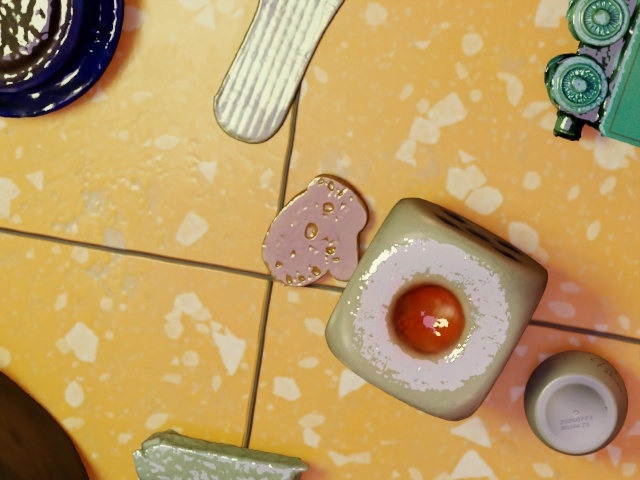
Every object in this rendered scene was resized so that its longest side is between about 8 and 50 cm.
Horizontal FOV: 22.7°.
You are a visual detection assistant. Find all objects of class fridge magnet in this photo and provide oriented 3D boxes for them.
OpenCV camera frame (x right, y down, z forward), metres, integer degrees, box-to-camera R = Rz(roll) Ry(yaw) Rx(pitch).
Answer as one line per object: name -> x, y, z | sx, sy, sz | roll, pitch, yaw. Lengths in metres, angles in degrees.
fridge magnet -> -0.355, -0.272, 1.824 | 0.265, 0.112, 0.265 | 1, 98, 10

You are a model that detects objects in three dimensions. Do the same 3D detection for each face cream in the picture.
face cream -> 0.286, 0.183, 1.781 | 0.117, 0.104, 0.117 | 1, 96, 8

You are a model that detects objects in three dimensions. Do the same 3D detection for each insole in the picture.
insole -> -0.032, -0.276, 1.826 | 0.119, 0.009, 0.348 | 24, 99, 5

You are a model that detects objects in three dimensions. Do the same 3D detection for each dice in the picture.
dice -> 0.126, 0.073, 1.750 | 0.194, 0.192, 0.193 | 28, 98, 3

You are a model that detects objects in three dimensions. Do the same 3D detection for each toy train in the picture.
toy train -> 0.329, -0.193, 1.735 | 0.154, 0.107, 0.198 | 18, 99, -1

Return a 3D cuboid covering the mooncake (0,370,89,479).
mooncake -> -0.401, 0.278, 1.811 | 0.161, 0.290, 0.290 | -42, 89, 15

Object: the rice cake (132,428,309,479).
rice cake -> -0.116, 0.269, 1.874 | 0.206, 0.069, 0.063 | 10, 96, 5

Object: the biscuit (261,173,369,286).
biscuit -> 0.000, 0.000, 1.846 | 0.140, 0.023, 0.118 | -41, 89, 10
